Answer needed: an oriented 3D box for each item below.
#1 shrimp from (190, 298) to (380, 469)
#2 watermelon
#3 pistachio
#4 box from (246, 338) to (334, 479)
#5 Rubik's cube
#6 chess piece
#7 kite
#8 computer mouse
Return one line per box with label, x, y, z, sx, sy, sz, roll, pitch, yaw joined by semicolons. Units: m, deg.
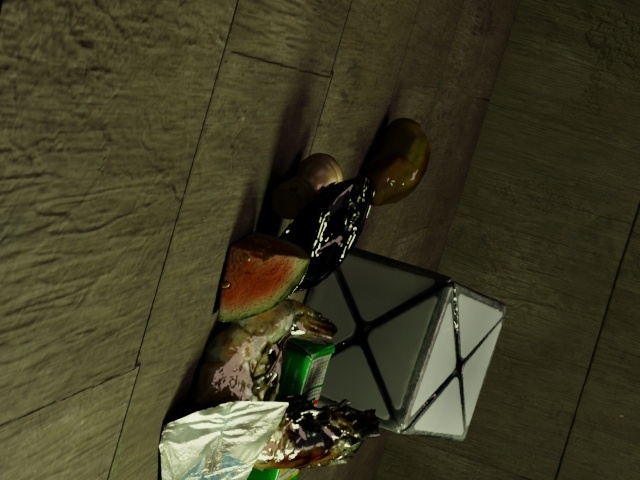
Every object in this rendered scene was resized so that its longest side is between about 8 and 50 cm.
shrimp;-0.028;0.192;1.792;0.365;0.071;0.233;12;92;-46
watermelon;-0.087;0.041;1.654;0.135;0.125;0.094;-52;134;-11
pistachio;0.135;-0.126;2.340;0.110;0.100;0.189;83;23;-47
box;-0.069;0.247;1.940;0.180;0.103;0.250;5;101;-78
Rubik's cube;0.122;0.166;2.209;0.260;0.259;0.255;20;86;-62
chess piece;-0.021;-0.070;1.795;0.122;0.066;0.066;-38;144;-61
kite;-0.155;0.317;1.699;0.169;0.015;0.310;-3;127;-36
computer mouse;0.000;0.000;1.764;0.146;0.077;0.242;-39;169;-47
